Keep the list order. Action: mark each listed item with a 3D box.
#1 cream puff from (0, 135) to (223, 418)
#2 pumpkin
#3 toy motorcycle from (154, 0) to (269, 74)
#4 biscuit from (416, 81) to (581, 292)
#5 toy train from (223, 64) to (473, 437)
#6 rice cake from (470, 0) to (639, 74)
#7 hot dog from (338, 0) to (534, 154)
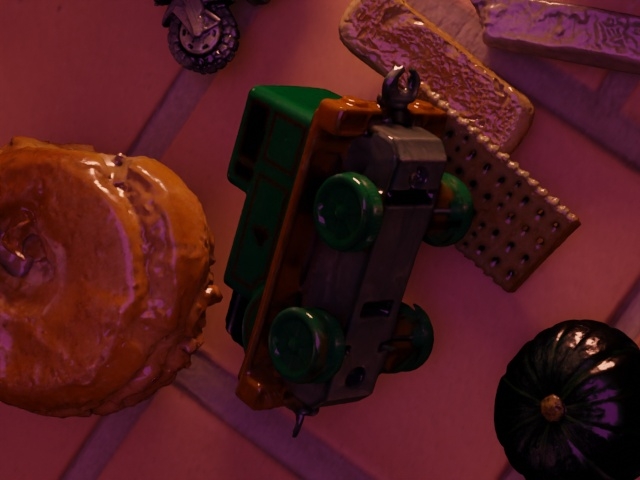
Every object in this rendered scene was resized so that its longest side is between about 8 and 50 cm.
[{"bbox_3d":[-0.262,0.031,1.704,0.343,0.231,0.327,-30,79,16],"label":"cream puff"},{"bbox_3d":[0.272,0.181,1.638,0.194,0.150,0.194,-3,79,14],"label":"pumpkin"},{"bbox_3d":[-0.102,-0.344,1.739,0.173,0.108,0.307,34,94,15],"label":"toy motorcycle"},{"bbox_3d":[0.159,-0.054,1.693,0.231,0.016,0.139,42,127,4],"label":"biscuit"},{"bbox_3d":[0.000,0.000,1.662,0.249,0.178,0.429,33,114,39],"label":"toy train"},{"bbox_3d":[0.352,-0.206,1.664,0.399,0.070,0.064,13,93,11],"label":"rice cake"},{"bbox_3d":[0.129,-0.185,1.706,0.242,0.073,0.084,38,101,6],"label":"hot dog"}]
